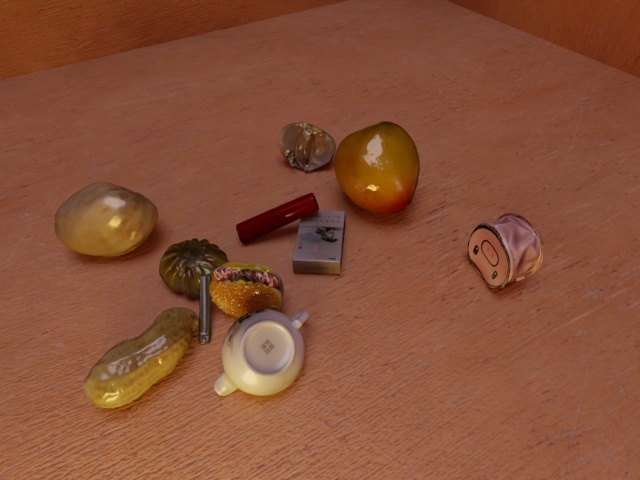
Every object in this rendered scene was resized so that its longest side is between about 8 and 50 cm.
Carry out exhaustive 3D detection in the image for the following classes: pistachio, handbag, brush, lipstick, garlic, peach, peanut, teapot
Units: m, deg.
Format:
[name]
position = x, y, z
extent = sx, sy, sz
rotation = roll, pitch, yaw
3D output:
[pistachio]
position = -0.684, -0.069, 1.322
extent = 0.321, 0.229, 0.238
rotation = -9, 80, 7
[handbag]
position = 0.524, 0.027, 1.173
extent = 0.116, 0.179, 0.205
rotation = -10, 48, -15
[brush]
position = -0.323, 0.192, 1.143
extent = 0.034, 0.027, 0.190
rotation = -4, 72, -4
[lipstick]
position = -0.142, -0.074, 1.335
extent = 0.280, 0.073, 0.073
rotation = -23, 47, 7
[garlic]
position = -0.054, -0.376, 1.628
extent = 0.229, 0.178, 0.143
rotation = 20, 17, -1
[peach]
position = 0.191, -0.235, 1.388
extent = 0.289, 0.289, 0.308
rotation = -8, 85, -4
[peanut]
position = -0.435, 0.284, 1.025
extent = 0.147, 0.147, 0.305
rotation = 34, 56, 30
[teapot]
position = -0.133, 0.271, 1.019
extent = 0.298, 0.139, 0.204
rotation = -32, 80, -28

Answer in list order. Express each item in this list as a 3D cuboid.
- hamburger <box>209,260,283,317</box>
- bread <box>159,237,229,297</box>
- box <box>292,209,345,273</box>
[hamburger]
position = -0.203, 0.138, 1.124
extent = 0.210, 0.173, 0.116
rotation = 5, 23, 8
[bread]
position = -0.385, 0.072, 1.244
extent = 0.213, 0.104, 0.213
rotation = -2, 43, 2
[box]
position = 0.000, 0.001, 1.307
extent = 0.149, 0.067, 0.233
rotation = 1, 45, 9
